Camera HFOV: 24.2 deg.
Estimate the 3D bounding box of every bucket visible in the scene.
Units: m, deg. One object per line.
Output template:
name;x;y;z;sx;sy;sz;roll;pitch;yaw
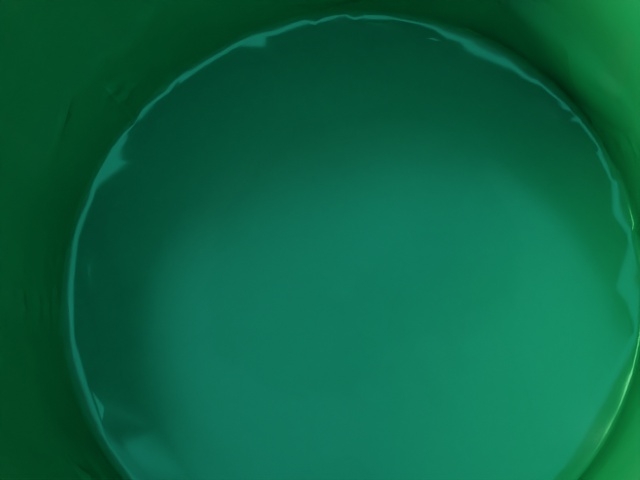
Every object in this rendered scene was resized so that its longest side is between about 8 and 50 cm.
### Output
bucket;0.000;0.000;0.506;0.281;0.183;0.281;-2;76;7
